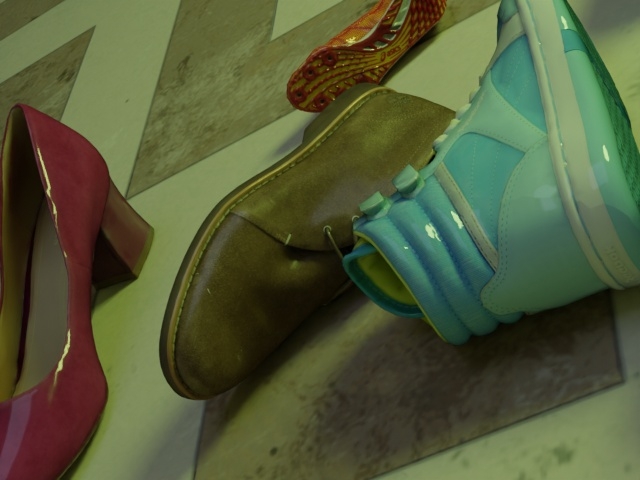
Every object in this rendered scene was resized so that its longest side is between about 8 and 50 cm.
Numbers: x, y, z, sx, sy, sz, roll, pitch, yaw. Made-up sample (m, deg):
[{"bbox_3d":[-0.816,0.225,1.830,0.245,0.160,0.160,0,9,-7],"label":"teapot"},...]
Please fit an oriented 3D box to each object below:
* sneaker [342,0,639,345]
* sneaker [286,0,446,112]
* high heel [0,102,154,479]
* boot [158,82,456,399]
[{"bbox_3d":[0.106,-0.060,0.909,0.208,0.127,0.319,-27,32,20],"label":"sneaker"},{"bbox_3d":[0.044,-0.176,1.207,0.175,0.064,0.067,-36,10,-2],"label":"sneaker"},{"bbox_3d":[-0.262,0.056,1.110,0.127,0.181,0.377,-24,34,27],"label":"high heel"},{"bbox_3d":[0.000,0.000,0.979,0.115,0.112,0.305,18,61,44],"label":"boot"}]
